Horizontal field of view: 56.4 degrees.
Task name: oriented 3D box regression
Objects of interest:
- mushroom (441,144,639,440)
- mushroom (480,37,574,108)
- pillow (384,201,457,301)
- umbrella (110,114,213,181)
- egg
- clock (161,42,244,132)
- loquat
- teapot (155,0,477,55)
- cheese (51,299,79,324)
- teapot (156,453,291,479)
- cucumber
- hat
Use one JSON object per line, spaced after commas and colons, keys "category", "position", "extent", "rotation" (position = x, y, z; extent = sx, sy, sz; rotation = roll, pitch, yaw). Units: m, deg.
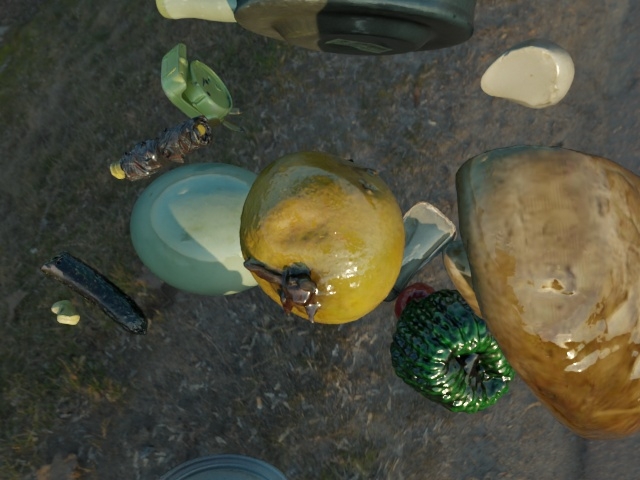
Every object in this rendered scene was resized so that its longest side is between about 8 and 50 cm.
{"category": "mushroom", "position": [0.176, 0.058, 0.418], "extent": [0.156, 0.286, 0.151], "rotation": [-16, 57, 27]}
{"category": "mushroom", "position": [0.305, -0.238, 0.853], "extent": [0.116, 0.225, 0.093], "rotation": [3, 107, 28]}
{"category": "pillow", "position": [0.185, 0.024, 1.300], "extent": [0.131, 0.038, 0.232], "rotation": [42, 94, -15]}
{"category": "umbrella", "position": [-0.168, -0.090, 0.615], "extent": [0.144, 0.037, 0.040], "rotation": [-16, 44, 37]}
{"category": "egg", "position": [-0.228, -0.024, 1.237], "extent": [0.389, 0.276, 0.276], "rotation": [2, 59, 40]}
{"category": "clock", "position": [-0.272, -0.344, 1.414], "extent": [0.069, 0.232, 0.170], "rotation": [-33, 45, 21]}
{"category": "loquat", "position": [0.000, 0.000, 0.804], "extent": [0.244, 0.244, 0.243], "rotation": [-2, 64, 4]}
{"category": "teapot", "position": [0.011, -0.319, 0.614], "extent": [0.322, 0.240, 0.239], "rotation": [12, 101, 44]}
{"category": "cheese", "position": [-0.519, 0.147, 1.210], "extent": [0.083, 0.044, 0.030], "rotation": [29, 105, 49]}
{"category": "teapot", "position": [-0.110, 0.521, 0.902], "extent": [0.315, 0.312, 0.233], "rotation": [3, 21, -2]}
{"category": "cucumber", "position": [-0.436, 0.102, 1.181], "extent": [0.245, 0.067, 0.067], "rotation": [34, 70, -2]}
{"category": "hat", "position": [0.248, 0.207, 1.304], "extent": [0.242, 0.274, 0.332], "rotation": [-39, 30, -5]}
